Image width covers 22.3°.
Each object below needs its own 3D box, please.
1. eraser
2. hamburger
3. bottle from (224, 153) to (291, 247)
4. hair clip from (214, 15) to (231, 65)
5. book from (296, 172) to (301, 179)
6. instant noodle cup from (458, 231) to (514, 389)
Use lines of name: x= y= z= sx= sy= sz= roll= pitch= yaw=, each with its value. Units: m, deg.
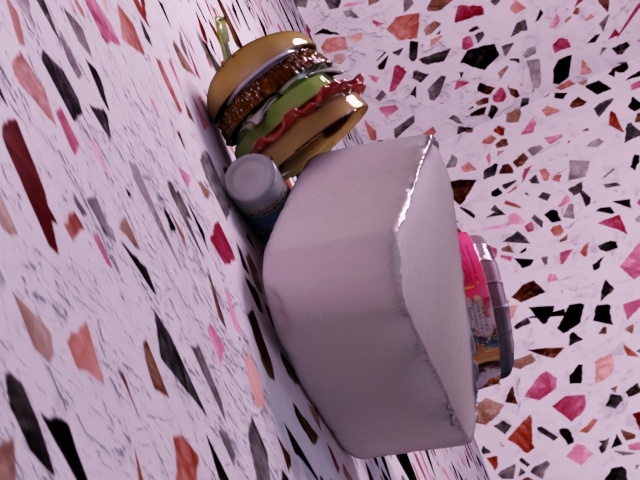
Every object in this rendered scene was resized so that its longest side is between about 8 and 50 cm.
eraser: x=0.058 y=0.028 z=1.664 sx=0.331 sy=0.150 sz=0.331 roll=-8 pitch=90 yaw=-73
hamburger: x=-0.046 y=-0.147 z=1.739 sx=0.137 sy=0.175 sz=0.175 roll=51 pitch=4 yaw=8
bottle: x=-0.041 y=-0.019 z=1.722 sx=0.217 sy=0.060 sz=0.060 roll=57 pitch=12 yaw=-60
hair clip: x=-0.102 y=-0.203 z=2.007 sx=0.188 sy=0.033 sz=0.060 roll=64 pitch=8 yaw=-48
book: x=0.000 y=0.000 z=1.974 sx=0.310 sy=0.021 sz=0.217 roll=-106 pitch=-175 yaw=-53
instant noodle cup: x=0.126 y=0.093 z=1.937 sx=0.258 sy=0.182 sz=0.302 roll=83 pitch=-5 yaw=-61
